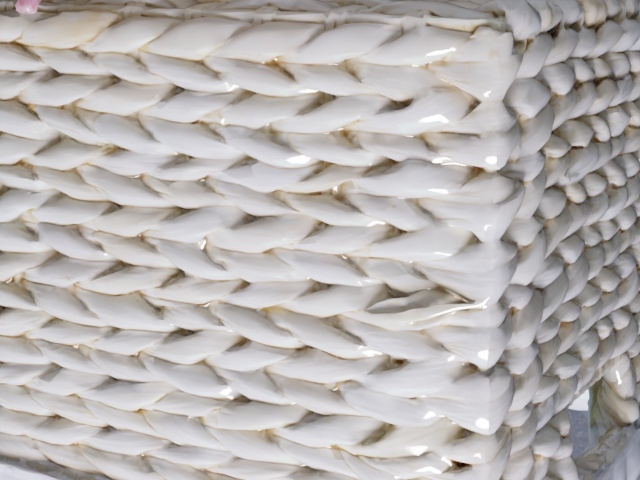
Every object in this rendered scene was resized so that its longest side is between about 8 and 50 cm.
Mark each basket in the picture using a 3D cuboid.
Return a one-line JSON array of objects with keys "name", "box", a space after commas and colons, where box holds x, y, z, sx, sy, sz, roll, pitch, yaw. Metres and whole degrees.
[{"name": "basket", "box": [0.000, 0.000, 0.685, 0.331, 0.266, 0.328, 6, -167, 27]}]

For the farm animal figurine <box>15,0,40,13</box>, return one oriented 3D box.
[{"name": "farm animal figurine", "box": [-0.187, -0.201, 0.312, 0.327, 0.172, 0.330, 22, 131, -30]}]
